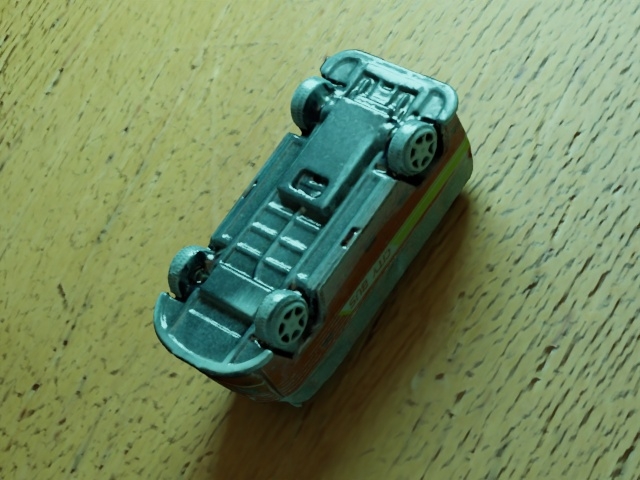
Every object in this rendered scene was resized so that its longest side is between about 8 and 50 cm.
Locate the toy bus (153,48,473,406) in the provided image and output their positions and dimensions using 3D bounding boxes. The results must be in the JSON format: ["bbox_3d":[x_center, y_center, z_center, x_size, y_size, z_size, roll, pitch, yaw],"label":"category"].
[{"bbox_3d":[0.000,0.000,1.263,0.121,0.120,0.265,25,73,35],"label":"toy bus"}]
